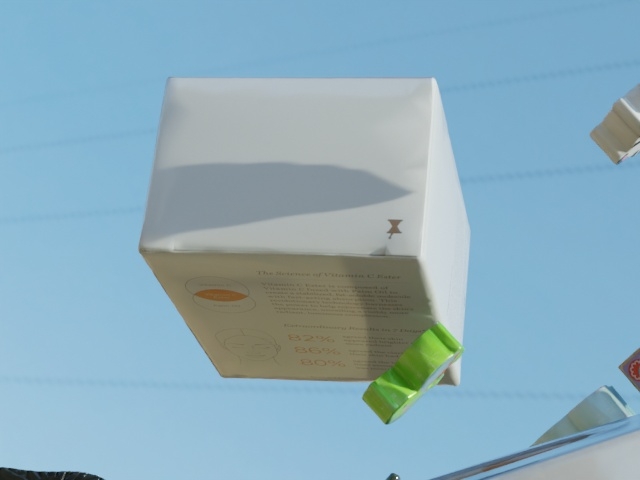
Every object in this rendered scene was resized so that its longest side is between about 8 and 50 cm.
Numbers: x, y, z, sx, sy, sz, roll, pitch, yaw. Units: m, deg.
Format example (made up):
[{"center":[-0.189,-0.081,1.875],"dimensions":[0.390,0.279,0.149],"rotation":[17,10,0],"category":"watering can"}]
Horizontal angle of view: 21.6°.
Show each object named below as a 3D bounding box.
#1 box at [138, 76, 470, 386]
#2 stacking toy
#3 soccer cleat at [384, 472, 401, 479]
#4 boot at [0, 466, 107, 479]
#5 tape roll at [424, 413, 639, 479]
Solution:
[{"center":[0.000,0.000,0.812],"dimensions":[0.130,0.091,0.170],"rotation":[2,-24,11],"category":"box"},{"center":[0.131,0.059,0.681],"dimensions":[0.167,0.052,0.221],"rotation":[49,-62,16],"category":"stacking toy"},{"center":[0.033,0.198,0.912],"dimensions":[0.093,0.121,0.289],"rotation":[36,-3,12],"category":"soccer cleat"},{"center":[-0.196,0.193,1.217],"dimensions":[0.121,0.045,0.099],"rotation":[11,-18,-3],"category":"boot"},{"center":[0.030,0.096,0.408],"dimensions":[0.219,0.219,0.072],"rotation":[-31,-104,57],"category":"tape roll"}]
